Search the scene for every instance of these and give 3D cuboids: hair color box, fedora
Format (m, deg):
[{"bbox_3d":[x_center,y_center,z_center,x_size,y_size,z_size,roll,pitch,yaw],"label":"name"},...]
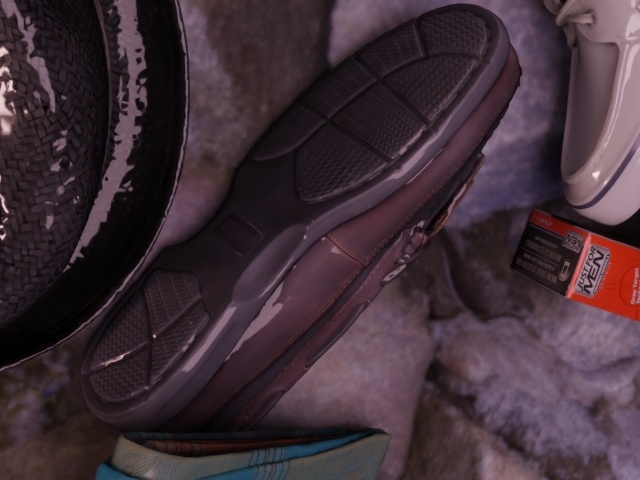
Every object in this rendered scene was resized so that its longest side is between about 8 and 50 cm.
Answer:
[{"bbox_3d":[0.197,0.026,0.890,0.141,0.072,0.043,17,97,-24],"label":"hair color box"},{"bbox_3d":[-0.192,-0.073,0.675,0.334,0.152,0.334,-5,104,-20],"label":"fedora"}]

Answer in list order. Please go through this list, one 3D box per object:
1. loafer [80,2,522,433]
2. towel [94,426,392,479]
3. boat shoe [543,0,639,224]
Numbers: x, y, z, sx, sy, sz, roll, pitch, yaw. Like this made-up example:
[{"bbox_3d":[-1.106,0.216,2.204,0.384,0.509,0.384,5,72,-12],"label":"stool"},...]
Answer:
[{"bbox_3d":[0.000,0.000,0.805,0.302,0.109,0.095,-45,131,1],"label":"loafer"},{"bbox_3d":[-0.094,0.268,0.773,0.271,0.040,0.370,11,102,-64],"label":"towel"},{"bbox_3d":[0.173,-0.146,0.830,0.088,0.096,0.267,15,96,-19],"label":"boat shoe"}]
